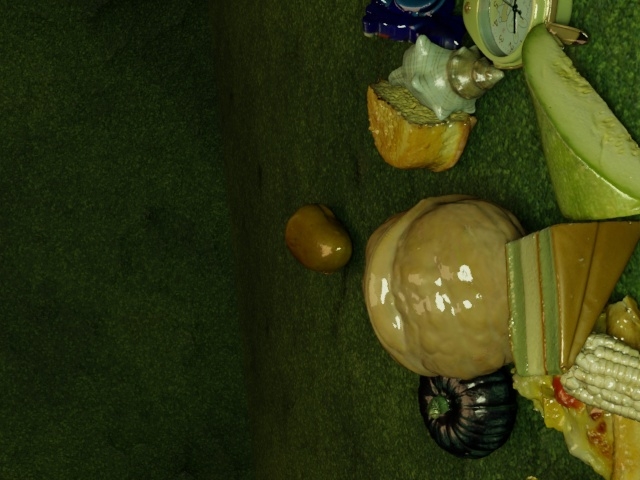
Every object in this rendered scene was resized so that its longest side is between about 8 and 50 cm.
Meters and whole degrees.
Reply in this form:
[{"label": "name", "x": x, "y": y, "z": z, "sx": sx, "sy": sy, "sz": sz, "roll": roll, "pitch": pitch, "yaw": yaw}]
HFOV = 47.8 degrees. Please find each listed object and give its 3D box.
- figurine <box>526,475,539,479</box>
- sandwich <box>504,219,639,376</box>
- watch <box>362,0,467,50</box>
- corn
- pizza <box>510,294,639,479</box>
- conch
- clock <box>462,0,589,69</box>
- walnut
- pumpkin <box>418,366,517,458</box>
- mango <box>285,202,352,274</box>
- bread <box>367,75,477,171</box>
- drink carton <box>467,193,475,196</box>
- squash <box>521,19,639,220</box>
[{"label": "figurine", "x": 0.344, "y": 0.392, "z": 0.881, "sx": 0.234, "sy": 0.127, "sz": 0.185, "roll": 58, "pitch": 165, "yaw": -7}, {"label": "sandwich", "x": 0.320, "y": 0.073, "z": 0.891, "sx": 0.117, "sy": 0.144, "sz": 0.187, "roll": 144, "pitch": 128, "yaw": -69}, {"label": "watch", "x": 0.161, "y": -0.441, "z": 1.194, "sx": 0.200, "sy": 0.196, "sz": 0.171, "roll": 85, "pitch": -155, "yaw": -48}, {"label": "corn", "x": 0.381, "y": 0.171, "z": 0.816, "sx": 0.211, "sy": 0.087, "sz": 0.087, "roll": 20, "pitch": 119, "yaw": 30}, {"label": "pizza", "x": 0.346, "y": 0.218, "z": 1.002, "sx": 0.288, "sy": 0.075, "sz": 0.279, "roll": 165, "pitch": 99, "yaw": -69}, {"label": "conch", "x": 0.188, "y": -0.260, "z": 1.162, "sx": 0.114, "sy": 0.234, "sz": 0.137, "roll": -67, "pitch": -33, "yaw": -25}, {"label": "clock", "x": 0.290, "y": -0.321, "z": 1.021, "sx": 0.170, "sy": 0.069, "sz": 0.232, "roll": 110, "pitch": 147, "yaw": -50}, {"label": "walnut", "x": 0.198, "y": 0.065, "z": 1.076, "sx": 0.296, "sy": 0.285, "sz": 0.285, "roll": 0, "pitch": 95, "yaw": 63}, {"label": "pumpkin", "x": 0.245, "y": 0.267, "z": 1.217, "sx": 0.194, "sy": 0.150, "sz": 0.194, "roll": -169, "pitch": 90, "yaw": -85}, {"label": "mango", "x": 0.000, "y": 0.000, "z": 1.847, "sx": 0.262, "sy": 0.130, "sz": 0.167, "roll": 42, "pitch": 130, "yaw": 54}, {"label": "bread", "x": 0.167, "y": -0.200, "z": 1.287, "sx": 0.229, "sy": 0.143, "sz": 0.139, "roll": -120, "pitch": 31, "yaw": -53}, {"label": "drink carton", "x": 0.239, "y": 0.007, "z": 1.253, "sx": 0.056, "sy": 0.071, "sz": 0.165, "roll": 164, "pitch": 98, "yaw": -73}, {"label": "squash", "x": 0.316, "y": -0.154, "z": 0.882, "sx": 0.169, "sy": 0.093, "sz": 0.252, "roll": -172, "pitch": 64, "yaw": -71}]
